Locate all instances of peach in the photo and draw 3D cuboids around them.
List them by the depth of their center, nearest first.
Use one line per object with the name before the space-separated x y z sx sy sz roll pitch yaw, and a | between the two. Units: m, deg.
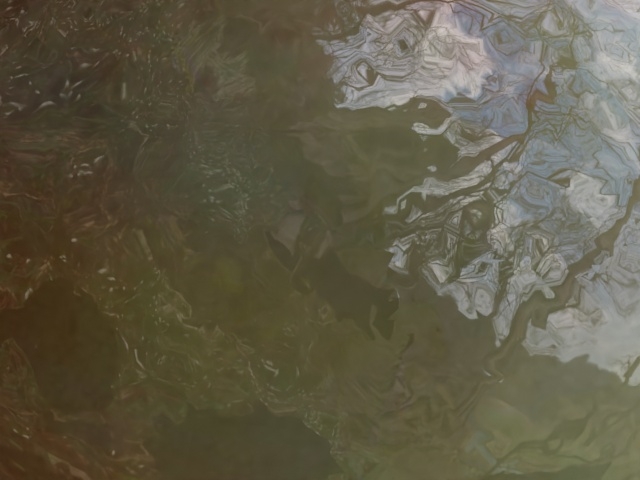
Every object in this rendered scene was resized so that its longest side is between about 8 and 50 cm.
peach | 0.000 0.000 0.539 0.292 0.247 0.292 5 14 -1
